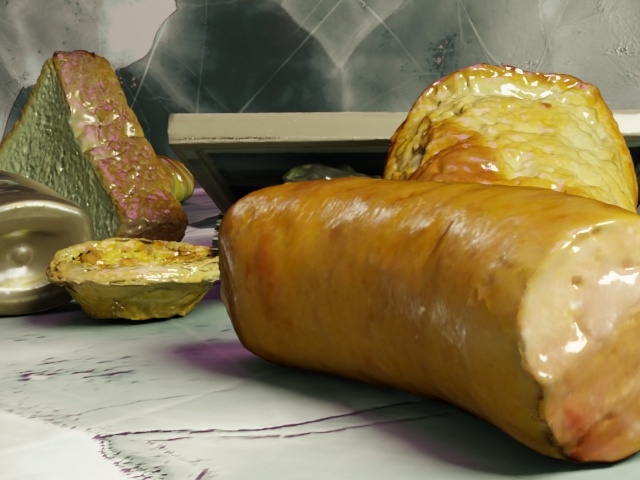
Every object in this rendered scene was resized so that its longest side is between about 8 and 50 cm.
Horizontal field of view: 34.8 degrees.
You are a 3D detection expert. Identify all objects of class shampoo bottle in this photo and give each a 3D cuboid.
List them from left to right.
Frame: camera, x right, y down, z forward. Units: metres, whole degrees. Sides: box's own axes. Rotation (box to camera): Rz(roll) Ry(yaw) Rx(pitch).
[{"bbox_3d":[-0.284,-0.015,0.878,0.126,0.084,0.350,-8,13,-24],"label":"shampoo bottle"}]

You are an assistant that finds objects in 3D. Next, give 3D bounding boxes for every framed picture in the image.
[{"bbox_3d":[0.105,-0.059,1.007,0.446,0.028,0.326,0,-14,7],"label":"framed picture"}]

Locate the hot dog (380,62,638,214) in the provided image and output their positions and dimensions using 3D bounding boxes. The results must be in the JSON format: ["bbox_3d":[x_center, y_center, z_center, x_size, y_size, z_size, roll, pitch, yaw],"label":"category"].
[{"bbox_3d":[0.120,-0.015,0.646,0.175,0.114,0.259,8,33,5],"label":"hot dog"}]

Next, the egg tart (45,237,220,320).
[{"bbox_3d":[-0.124,0.030,0.697,0.129,0.049,0.129,1,9,0],"label":"egg tart"}]

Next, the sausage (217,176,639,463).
[{"bbox_3d":[0.040,0.021,0.454,0.109,0.109,0.270,-7,7,-34],"label":"sausage"}]

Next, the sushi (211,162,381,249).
[{"bbox_3d":[0.090,-0.028,0.867,0.359,0.064,0.343,3,5,-4],"label":"sushi"}]

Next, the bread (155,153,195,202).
[{"bbox_3d":[-0.338,-0.115,1.954,0.213,0.104,0.213,0,5,0],"label":"bread"}]

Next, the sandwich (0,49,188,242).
[{"bbox_3d":[-0.282,-0.048,1.210,0.100,0.288,0.254,1,-42,-44],"label":"sandwich"}]
